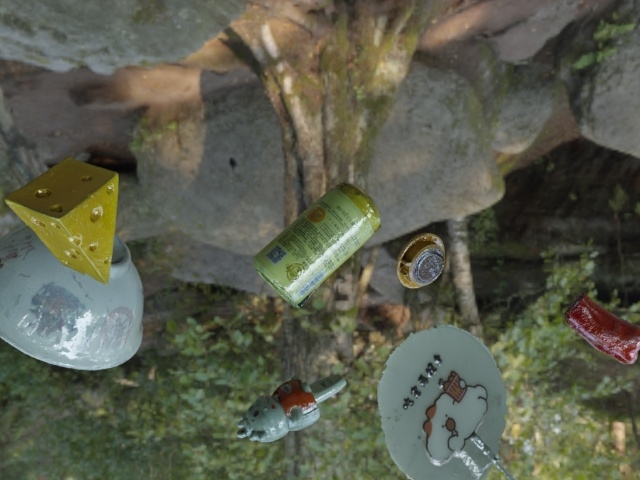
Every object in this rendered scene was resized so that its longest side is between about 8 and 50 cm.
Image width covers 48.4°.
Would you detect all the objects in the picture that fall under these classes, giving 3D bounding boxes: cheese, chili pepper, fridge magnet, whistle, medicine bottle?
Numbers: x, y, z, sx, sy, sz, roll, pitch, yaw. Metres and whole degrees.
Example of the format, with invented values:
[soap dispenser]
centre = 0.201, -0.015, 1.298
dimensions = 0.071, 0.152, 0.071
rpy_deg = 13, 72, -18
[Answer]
[cheese]
centre = -0.348, -0.010, 1.009
dimensions = 0.093, 0.171, 0.126
rpy_deg = 20, -138, 17
[chili pepper]
centre = 0.434, 0.135, 1.087
dimensions = 0.123, 0.070, 0.073
rpy_deg = 37, 151, 15
[fridge magnet]
centre = 0.242, 0.051, 1.693
dimensions = 0.143, 0.143, 0.063
rpy_deg = 3, -159, -34
[whistle]
centre = -0.059, 0.341, 1.469
dimensions = 0.253, 0.101, 0.105
rpy_deg = -22, 144, -22
[medicine bottle]
centre = 0.000, 0.000, 1.266
dimensions = 0.239, 0.124, 0.124
rpy_deg = -43, -177, -10

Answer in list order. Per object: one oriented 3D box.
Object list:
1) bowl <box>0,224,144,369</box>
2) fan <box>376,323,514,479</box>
[bowl]
centre = -0.560, 0.074, 1.634
dimensions = 0.435, 0.196, 0.435
rpy_deg = 33, -162, -12
[fan]
centre = 0.189, 0.237, 0.816
dimensions = 0.190, 0.329, 0.009
rpy_deg = -48, -166, -31
